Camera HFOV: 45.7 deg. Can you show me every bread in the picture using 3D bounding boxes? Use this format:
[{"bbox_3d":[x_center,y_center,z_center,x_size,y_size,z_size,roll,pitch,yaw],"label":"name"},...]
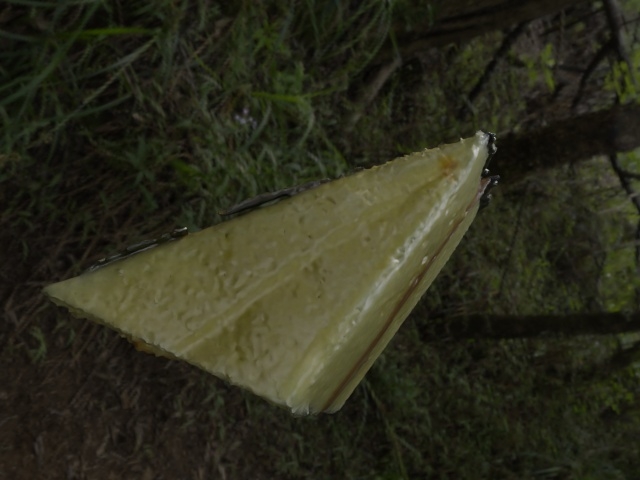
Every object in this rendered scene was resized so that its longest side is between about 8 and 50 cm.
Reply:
[{"bbox_3d":[0.000,0.000,0.738,0.405,0.242,0.345,-56,170,-20],"label":"bread"}]
